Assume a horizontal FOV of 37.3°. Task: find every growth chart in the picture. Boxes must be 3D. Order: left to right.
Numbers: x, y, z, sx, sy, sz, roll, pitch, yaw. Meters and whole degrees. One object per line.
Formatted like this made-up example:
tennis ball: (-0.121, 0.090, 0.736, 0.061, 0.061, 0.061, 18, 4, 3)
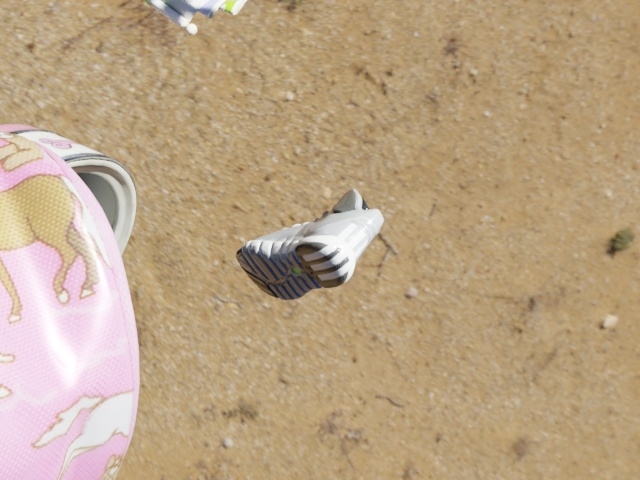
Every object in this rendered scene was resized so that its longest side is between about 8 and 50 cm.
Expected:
growth chart: (-0.135, -0.377, 1.299, 0.237, 0.172, 0.021, -40, 156, -13)

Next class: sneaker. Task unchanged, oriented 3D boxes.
sneaker: (0.000, 0.000, 1.134, 0.132, 0.229, 0.086, -44, 111, -27)

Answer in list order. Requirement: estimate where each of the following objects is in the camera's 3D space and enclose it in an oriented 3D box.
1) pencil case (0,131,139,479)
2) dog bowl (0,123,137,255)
pencil case: (-0.233, 0.069, 0.263, 0.386, 0.160, 0.167, -18, 128, -49)
dog bowl: (-0.470, 0.007, 1.405, 0.408, 0.150, 0.408, -46, 162, -20)
